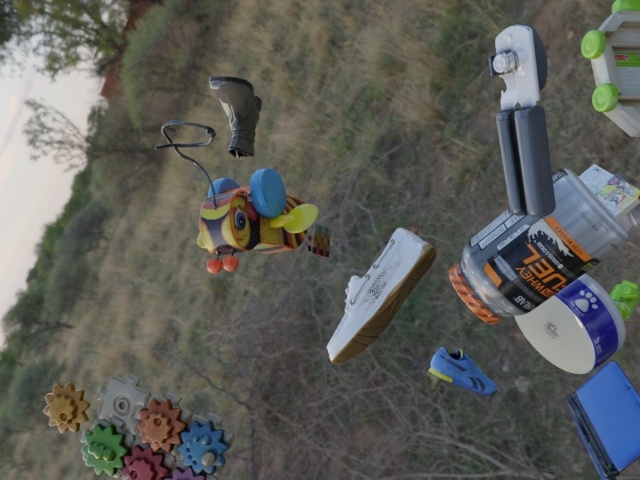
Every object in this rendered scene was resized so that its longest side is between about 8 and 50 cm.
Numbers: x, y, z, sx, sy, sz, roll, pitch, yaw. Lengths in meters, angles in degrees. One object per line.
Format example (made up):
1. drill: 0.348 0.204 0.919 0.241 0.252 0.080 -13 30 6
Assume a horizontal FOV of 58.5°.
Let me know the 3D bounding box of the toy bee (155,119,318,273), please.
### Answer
1. toy bee: -0.121 -0.023 0.813 0.195 0.298 0.162 -18 63 47

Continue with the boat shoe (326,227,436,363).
1. boat shoe: 0.092 0.100 1.039 0.096 0.098 0.277 41 98 28

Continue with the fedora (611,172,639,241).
1. fedora: 0.985 -0.087 1.876 0.124 0.244 0.275 -28 56 18

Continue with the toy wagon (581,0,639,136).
1. toy wagon: 0.673 -0.384 1.186 0.068 0.267 0.344 131 135 -72

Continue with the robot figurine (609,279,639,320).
1. robot figurine: 0.776 0.159 1.470 0.115 0.067 0.101 -51 -25 -22

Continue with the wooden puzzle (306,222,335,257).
1. wooden puzzle: 0.000 0.000 0.921 0.006 0.083 0.049 -2 78 33

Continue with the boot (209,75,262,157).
1. boot: -0.201 -0.293 1.395 0.246 0.083 0.161 24 -110 -75

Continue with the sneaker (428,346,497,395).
1. sneaker: 0.367 0.323 1.417 0.082 0.209 0.069 -65 21 1

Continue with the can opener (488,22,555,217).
1. can opener: 0.305 -0.174 0.831 0.074 0.093 0.280 -163 63 -67

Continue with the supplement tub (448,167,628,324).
1. supplement tub: 0.429 0.021 1.161 0.316 0.193 0.193 -44 30 25

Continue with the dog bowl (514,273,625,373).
1. dog bowl: 0.609 0.194 1.422 0.104 0.265 0.265 -31 15 -17

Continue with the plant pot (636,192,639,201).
1. plant pot: 0.892 -0.129 1.486 0.081 0.083 0.081 38 128 25

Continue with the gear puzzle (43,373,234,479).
1. gear puzzle: -0.313 0.316 0.929 0.044 0.339 0.175 5 -75 -76

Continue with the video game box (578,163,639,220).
1. video game box: 0.853 -0.122 1.779 0.205 0.048 0.187 -39 45 -2

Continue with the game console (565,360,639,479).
1. game console: 0.818 0.533 1.576 0.173 0.250 0.293 -23 25 14
